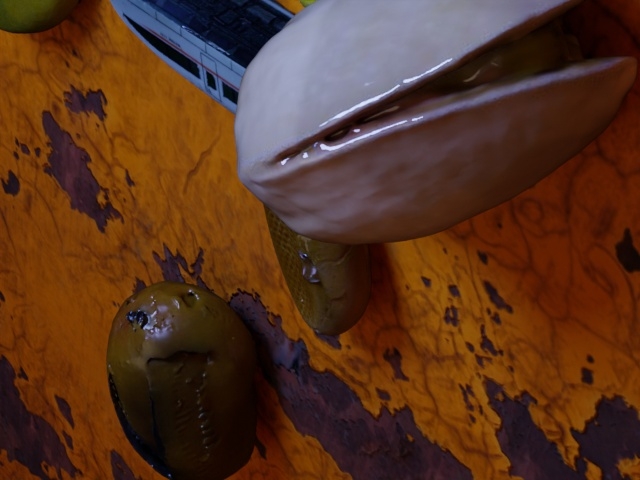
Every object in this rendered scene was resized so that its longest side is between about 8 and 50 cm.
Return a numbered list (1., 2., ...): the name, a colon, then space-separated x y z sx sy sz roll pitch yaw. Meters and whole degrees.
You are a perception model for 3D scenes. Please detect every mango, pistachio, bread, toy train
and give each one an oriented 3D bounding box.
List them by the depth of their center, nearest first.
1. pistachio: 0.076 -0.106 1.391 0.318 0.214 0.193 -22 94 38
2. toy train: -0.052 -0.151 1.663 0.407 0.086 0.088 36 148 34
3. bread: 0.000 0.000 1.723 0.114 0.077 0.189 -132 26 -58
4. mango: -0.296 -0.267 1.911 0.191 0.085 0.122 -7 107 58
5. mango: -0.132 0.147 1.976 0.156 0.151 0.248 -9 125 14

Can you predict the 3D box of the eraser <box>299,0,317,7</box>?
1. eraser: 0.010 -0.281 1.475 0.158 0.069 0.226 35 142 39
